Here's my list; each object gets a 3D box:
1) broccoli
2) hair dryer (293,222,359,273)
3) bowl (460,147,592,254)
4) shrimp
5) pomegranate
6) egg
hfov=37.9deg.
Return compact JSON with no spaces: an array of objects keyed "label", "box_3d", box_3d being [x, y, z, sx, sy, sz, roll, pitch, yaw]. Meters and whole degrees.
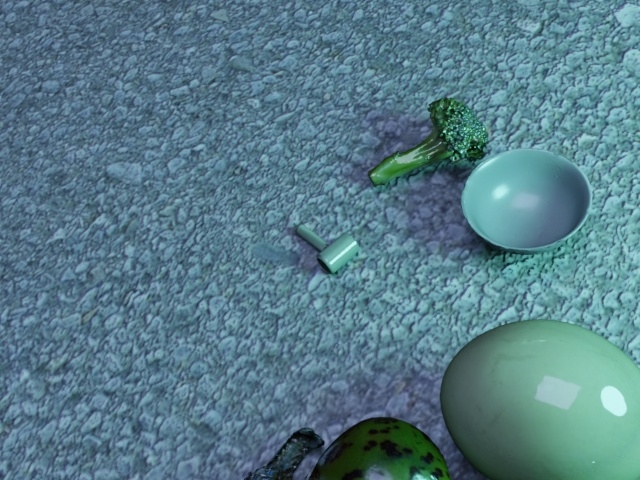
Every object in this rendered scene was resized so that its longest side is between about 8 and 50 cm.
[{"label":"broccoli","box_3d":[0.167,-0.145,1.496,0.204,0.118,0.122,-29,75,8]},{"label":"hair dryer","box_3d":[0.000,0.000,1.470,0.063,0.038,0.124,-40,50,-17]},{"label":"bowl","box_3d":[0.307,-0.039,1.393,0.189,0.086,0.189,-7,53,9]},{"label":"shrimp","box_3d":[-0.057,0.330,1.245,0.082,0.076,0.174,42,62,-11]},{"label":"pomegranate","box_3d":[0.100,0.327,1.142,0.247,0.202,0.202,20,57,-11]},{"label":"egg","box_3d":[0.281,0.207,1.147,0.269,0.219,0.219,11,59,14]}]
